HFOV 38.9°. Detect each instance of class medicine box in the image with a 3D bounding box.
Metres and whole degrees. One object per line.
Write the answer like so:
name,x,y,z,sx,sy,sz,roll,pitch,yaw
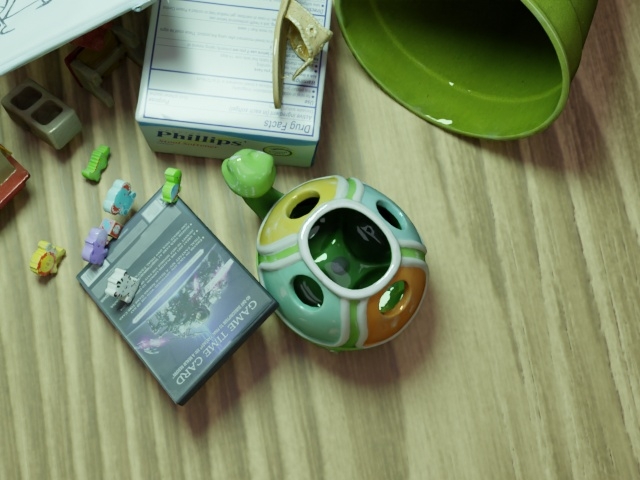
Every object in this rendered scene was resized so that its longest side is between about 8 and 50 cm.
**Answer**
medicine box,-0.122,-0.277,1.373,0.263,0.149,0.290,6,80,-2

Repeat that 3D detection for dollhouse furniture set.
dollhouse furniture set,-0.451,-0.227,1.315,0.152,0.201,0.374,34,72,25

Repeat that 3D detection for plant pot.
plant pot,0.267,-0.400,1.340,0.366,0.366,0.353,33,68,3

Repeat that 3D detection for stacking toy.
stacking toy,-0.314,-0.029,1.334,0.166,0.052,0.221,17,78,26

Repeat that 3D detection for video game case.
video game case,-0.211,0.071,1.299,0.196,0.026,0.274,-46,62,0

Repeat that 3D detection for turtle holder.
turtle holder,0.020,-0.001,1.289,0.243,0.227,0.321,-18,81,-6

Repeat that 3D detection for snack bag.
snack bag,-0.361,-0.390,1.220,0.323,0.037,0.343,-23,61,11

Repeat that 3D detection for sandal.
sandal,-0.022,-0.300,1.263,0.079,0.088,0.240,1,74,3
